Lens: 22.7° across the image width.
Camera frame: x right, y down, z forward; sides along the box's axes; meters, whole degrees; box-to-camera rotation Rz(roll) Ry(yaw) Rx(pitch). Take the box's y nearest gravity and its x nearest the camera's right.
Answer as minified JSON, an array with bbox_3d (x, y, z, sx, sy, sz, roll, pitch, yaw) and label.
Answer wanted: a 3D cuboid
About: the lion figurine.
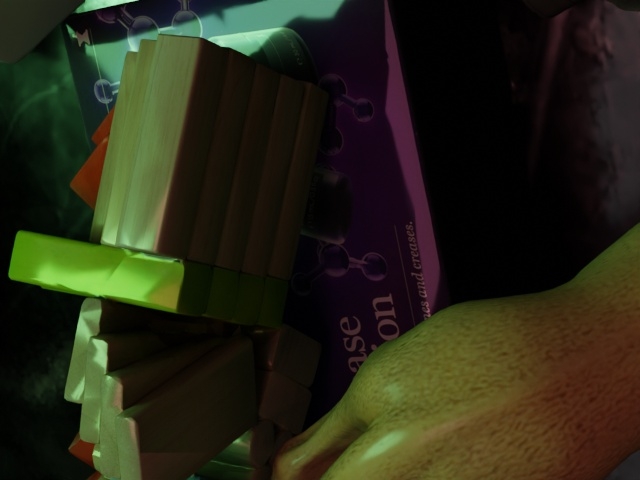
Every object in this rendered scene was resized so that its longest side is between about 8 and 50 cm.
[{"bbox_3d":[0.127,0.025,0.565,0.392,0.240,0.142,-39,76,-9],"label":"lion figurine"}]

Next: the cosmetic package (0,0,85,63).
[{"bbox_3d":[-0.164,-0.299,0.545,0.327,0.393,0.329,-39,83,12],"label":"cosmetic package"}]

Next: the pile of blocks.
[{"bbox_3d":[-0.078,0.084,0.685,0.112,0.149,0.362,9,110,28],"label":"pile of blocks"}]

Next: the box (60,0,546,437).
[{"bbox_3d":[0.000,0.000,0.764,0.184,0.103,0.261,-6,102,35],"label":"box"}]

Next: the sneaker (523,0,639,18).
[{"bbox_3d":[0.108,-0.162,0.679,0.089,0.051,0.170,-24,96,34],"label":"sneaker"}]
